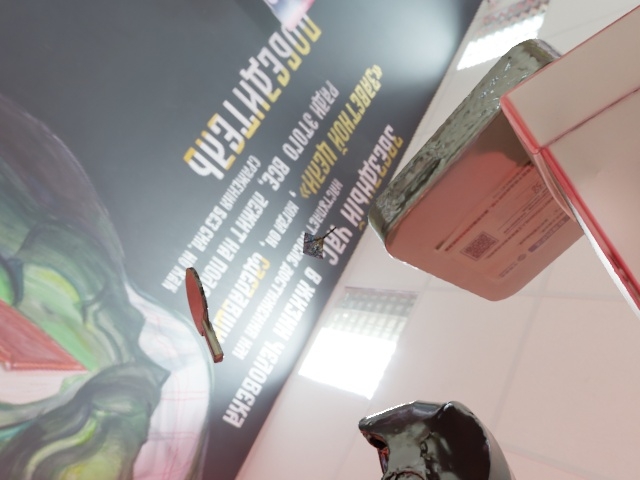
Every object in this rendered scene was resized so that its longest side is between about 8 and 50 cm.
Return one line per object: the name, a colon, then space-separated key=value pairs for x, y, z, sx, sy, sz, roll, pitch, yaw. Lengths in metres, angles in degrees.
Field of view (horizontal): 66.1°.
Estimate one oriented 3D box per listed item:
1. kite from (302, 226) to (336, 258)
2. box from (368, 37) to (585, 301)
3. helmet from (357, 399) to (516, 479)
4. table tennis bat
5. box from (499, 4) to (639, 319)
kite: x=-0.005 y=-0.004 z=0.733 sx=0.002 sy=0.044 sz=0.078 roll=-34 pitch=-155 yaw=49
box: x=0.335 y=-0.085 z=0.856 sx=0.396 sy=0.397 sz=0.111 roll=-48 pitch=-141 yaw=23
helmet: x=0.182 y=0.350 z=0.672 sx=0.177 sy=0.225 sz=0.305 roll=-23 pitch=-146 yaw=-3
table tennis bat: x=-0.170 y=0.106 z=0.704 sx=0.158 sy=0.014 sz=0.095 roll=56 pitch=-36 yaw=37
box: x=0.429 y=-0.072 z=0.513 sx=0.314 sy=0.312 sz=0.300 roll=-32 pitch=-117 yaw=24
